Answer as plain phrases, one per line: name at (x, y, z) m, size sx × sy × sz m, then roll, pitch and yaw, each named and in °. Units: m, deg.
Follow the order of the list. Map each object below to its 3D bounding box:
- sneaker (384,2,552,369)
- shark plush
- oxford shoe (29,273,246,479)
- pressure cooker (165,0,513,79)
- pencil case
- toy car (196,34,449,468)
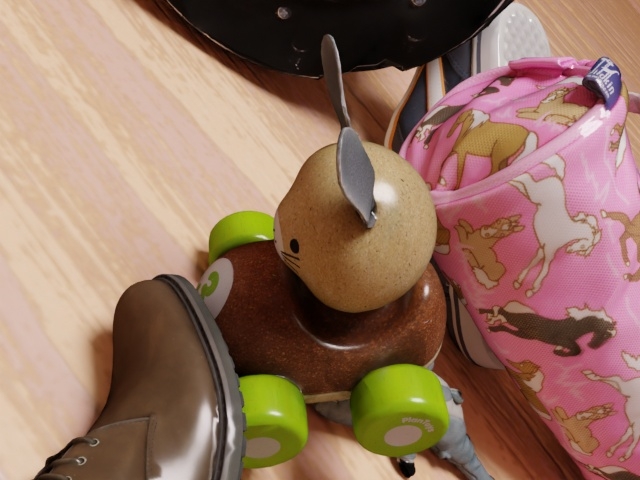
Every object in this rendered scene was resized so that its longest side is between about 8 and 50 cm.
sneaker at (0.133, -0.044, 0.671) m, size 0.126 × 0.127 × 0.321 m, roll 22°, pitch 68°, yaw -39°
shark plush at (0.059, 0.126, 0.505) m, size 0.161 × 0.073 × 0.067 m, roll 51°, pitch 50°, yaw -33°
oxford shoe at (-0.087, 0.104, 0.323) m, size 0.096 × 0.083 × 0.227 m, roll 18°, pitch 44°, yaw -29°
pressure cooker at (0.018, -0.394, 0.664) m, size 0.421 × 0.375 × 0.370 m, roll -83°, pitch 155°, yaw -47°
pencil case at (0.211, 0.055, 0.542) m, size 0.386 × 0.167 × 0.160 m, roll 54°, pitch 22°, yaw -23°
toy car at (0.000, 0.000, 0.390) m, size 0.148 × 0.189 × 0.155 m, roll -4°, pitch 45°, yaw -5°
